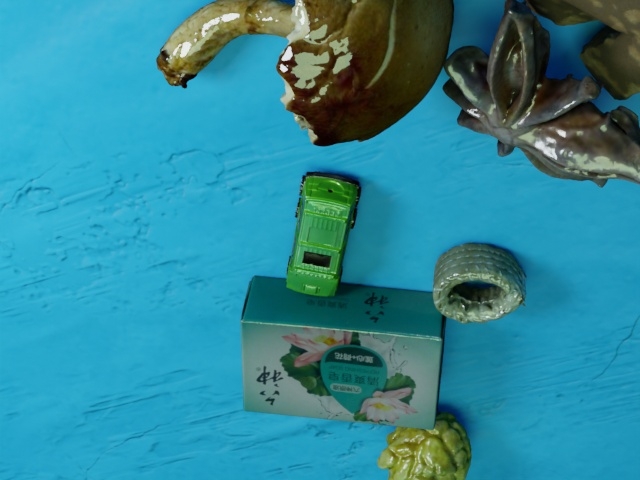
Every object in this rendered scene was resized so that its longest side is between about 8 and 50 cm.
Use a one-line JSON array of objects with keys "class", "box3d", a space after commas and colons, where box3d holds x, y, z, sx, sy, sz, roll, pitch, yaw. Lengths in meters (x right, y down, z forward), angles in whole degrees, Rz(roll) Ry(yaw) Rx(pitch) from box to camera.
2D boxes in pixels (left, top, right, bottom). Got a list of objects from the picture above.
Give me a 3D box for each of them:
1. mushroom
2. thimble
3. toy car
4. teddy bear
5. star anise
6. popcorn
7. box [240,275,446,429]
[{"class": "mushroom", "box3d": [-0.021, -0.221, 1.343, 0.301, 0.208, 0.233, 15, 99, 4]}, {"class": "thimble", "box3d": [0.186, 0.051, 1.578, 0.110, 0.062, 0.084, 7, 128, 5]}, {"class": "toy car", "box3d": [0.000, 0.000, 1.565, 0.071, 0.062, 0.165, 12, 125, 0]}, {"class": "teddy bear", "box3d": [0.357, -0.271, 1.268, 0.246, 0.222, 0.296, 40, 167, -27]}, {"class": "star anise", "box3d": [0.230, -0.135, 1.368, 0.257, 0.111, 0.198, 36, 162, -19]}, {"class": "popcorn", "box3d": [0.138, 0.277, 1.740, 0.116, 0.121, 0.106, 17, 172, 26]}, {"class": "box", "box3d": [0.028, 0.138, 1.651, 0.245, 0.092, 0.153, 4, 127, 6]}]
